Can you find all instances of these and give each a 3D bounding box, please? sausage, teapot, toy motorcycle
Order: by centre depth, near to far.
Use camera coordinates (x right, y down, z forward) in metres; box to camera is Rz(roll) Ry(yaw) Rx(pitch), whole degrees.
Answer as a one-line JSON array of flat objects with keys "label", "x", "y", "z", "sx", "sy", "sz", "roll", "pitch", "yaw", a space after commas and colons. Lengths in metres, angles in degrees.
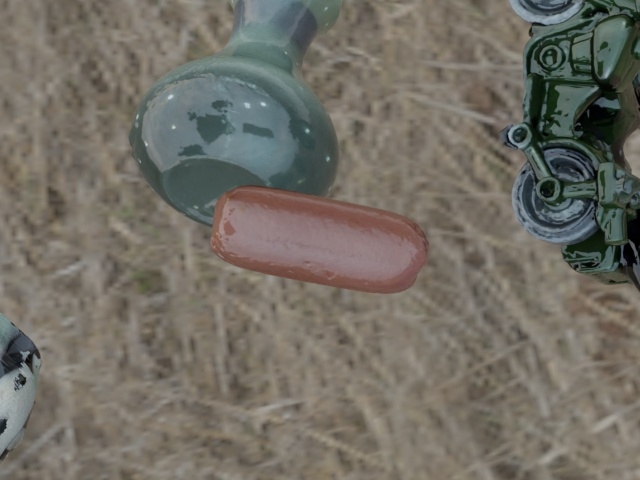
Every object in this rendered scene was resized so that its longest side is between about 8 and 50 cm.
[{"label": "sausage", "x": 0.000, "y": 0.000, "z": 1.403, "sx": 0.154, "sy": 0.062, "sz": 0.062, "roll": 11, "pitch": 99, "yaw": -9}, {"label": "toy motorcycle", "x": 0.222, "y": -0.090, "z": 1.546, "sx": 0.127, "sy": 0.205, "sz": 0.275, "roll": -3, "pitch": 79, "yaw": 25}, {"label": "teapot", "x": -0.055, "y": -0.138, "z": 1.736, "sx": 0.184, "sy": 0.183, "sz": 0.250, "roll": -5, "pitch": 51, "yaw": 29}]

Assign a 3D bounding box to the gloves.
[{"label": "gloves", "x": -0.303, "y": 0.138, "z": 1.532, "sx": 0.111, "sy": 0.212, "sz": 0.127, "roll": -12, "pitch": 115, "yaw": 44}]
